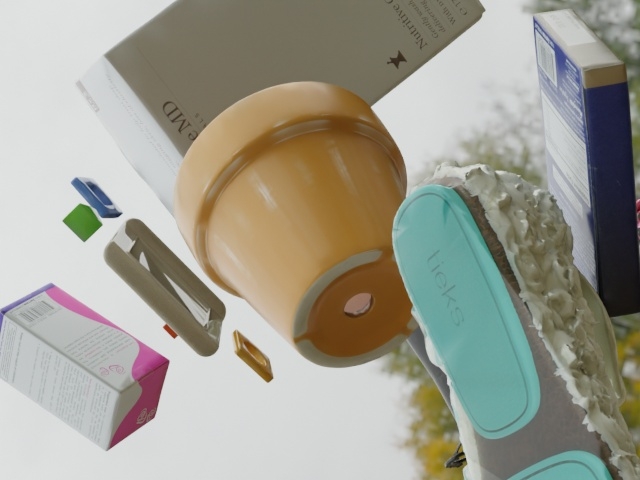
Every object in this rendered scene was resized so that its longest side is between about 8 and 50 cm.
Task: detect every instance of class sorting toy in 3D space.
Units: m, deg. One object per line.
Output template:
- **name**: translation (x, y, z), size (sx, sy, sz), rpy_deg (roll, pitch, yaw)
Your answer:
- **sorting toy**: translation (-0.194, 0.063, 1.782), size (0.047, 0.347, 0.196), rpy_deg (-43, 8, 9)

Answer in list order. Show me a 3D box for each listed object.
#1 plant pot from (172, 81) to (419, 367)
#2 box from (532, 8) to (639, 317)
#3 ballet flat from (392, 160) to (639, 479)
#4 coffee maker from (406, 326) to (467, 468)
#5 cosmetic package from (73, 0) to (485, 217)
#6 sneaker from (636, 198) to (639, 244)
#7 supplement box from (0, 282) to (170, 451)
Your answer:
- **plant pot**: translation (0.000, 0.000, 1.234), size (0.205, 0.188, 0.205), rpy_deg (-15, -48, -17)
- **box**: translation (0.193, -0.041, 1.048), size (0.136, 0.036, 0.225), rpy_deg (-104, 6, -65)
- **ballet flat**: translation (0.166, 0.132, 0.953), size (0.147, 0.147, 0.409), rpy_deg (25, -133, -64)
- **coffee maker**: translation (0.156, 0.128, 1.563), size (0.171, 0.178, 0.120), rpy_deg (-35, -17, 13)
- **cosmetic package**: translation (-0.044, -0.203, 1.549), size (0.385, 0.156, 0.217), rpy_deg (-42, -80, -22)
- **sneaker**: translation (0.366, -0.040, 1.783), size (0.047, 0.119, 0.057), rpy_deg (-33, -21, -27)
- **supplement box**: translation (-0.331, 0.171, 1.991), size (0.111, 0.220, 0.114), rpy_deg (-31, -35, -51)
